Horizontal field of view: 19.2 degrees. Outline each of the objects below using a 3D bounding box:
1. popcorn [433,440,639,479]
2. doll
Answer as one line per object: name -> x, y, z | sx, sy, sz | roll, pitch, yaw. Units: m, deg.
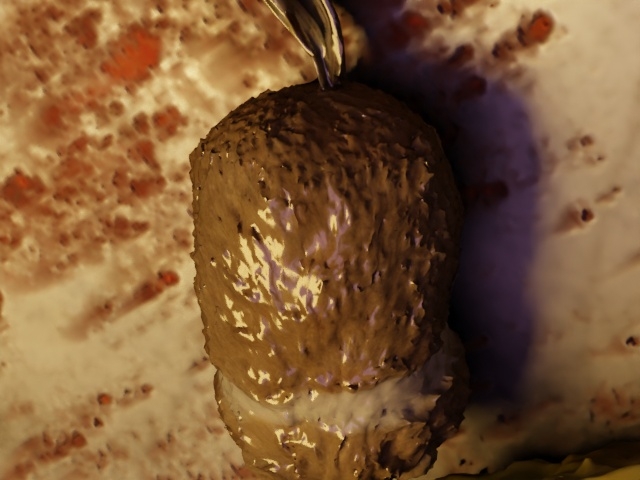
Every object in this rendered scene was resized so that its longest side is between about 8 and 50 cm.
popcorn -> 0.090, 0.221, 0.712 | 0.282, 0.247, 0.282 | 18, 133, 20
doll -> 0.005, -0.002, 0.722 | 0.105, 0.115, 0.221 | 11, 111, 27
